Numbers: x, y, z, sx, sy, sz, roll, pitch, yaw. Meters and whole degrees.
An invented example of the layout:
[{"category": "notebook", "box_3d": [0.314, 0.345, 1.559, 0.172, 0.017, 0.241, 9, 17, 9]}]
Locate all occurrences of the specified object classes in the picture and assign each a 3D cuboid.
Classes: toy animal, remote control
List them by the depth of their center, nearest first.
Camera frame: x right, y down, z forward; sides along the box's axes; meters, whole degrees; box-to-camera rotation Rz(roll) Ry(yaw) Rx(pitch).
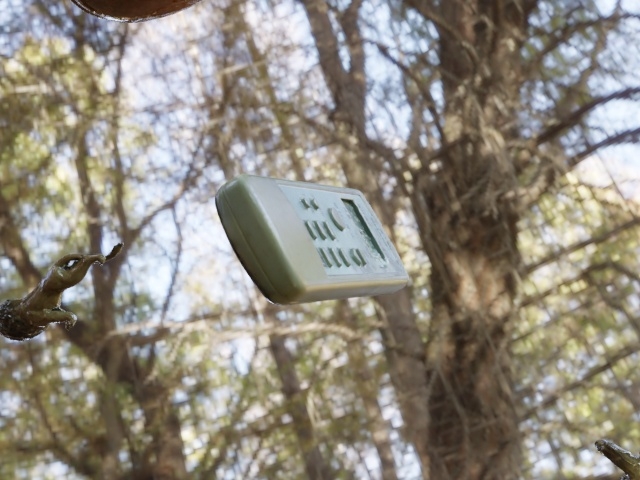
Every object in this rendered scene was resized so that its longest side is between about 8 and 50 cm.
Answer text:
[{"category": "remote control", "box_3d": [0.000, 0.000, 0.844, 0.038, 0.098, 0.233, -33, -13, 19]}, {"category": "toy animal", "box_3d": [-0.337, 0.075, 1.445, 0.219, 0.069, 0.086, -38, -74, 8]}]

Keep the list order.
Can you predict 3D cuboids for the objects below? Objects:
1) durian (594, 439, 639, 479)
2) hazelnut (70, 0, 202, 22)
[{"category": "durian", "box_3d": [0.198, 0.152, 0.561, 0.110, 0.140, 0.071, -45, -25, -20]}, {"category": "hazelnut", "box_3d": [-0.117, -0.220, 0.718, 0.150, 0.150, 0.150, -12, -37, -9]}]
